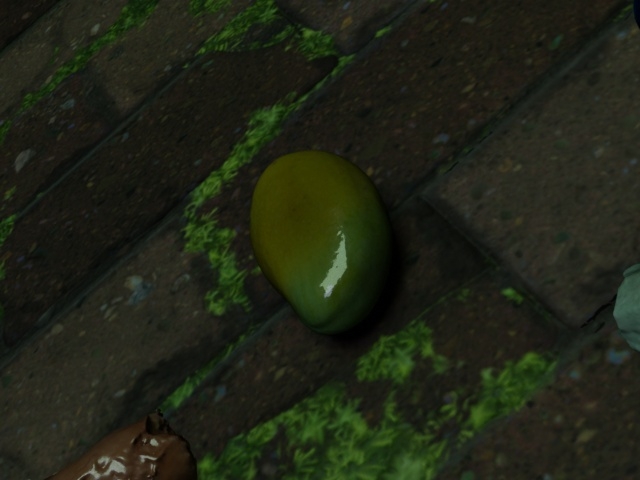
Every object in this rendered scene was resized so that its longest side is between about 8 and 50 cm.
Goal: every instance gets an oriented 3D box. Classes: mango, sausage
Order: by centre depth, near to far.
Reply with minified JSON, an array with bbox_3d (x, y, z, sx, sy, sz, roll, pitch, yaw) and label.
[{"bbox_3d":[-0.218,0.203,0.690,0.304,0.078,0.078,-26,40,8],"label":"sausage"},{"bbox_3d":[0.000,0.000,0.909,0.130,0.092,0.195,-25,45,18],"label":"mango"}]

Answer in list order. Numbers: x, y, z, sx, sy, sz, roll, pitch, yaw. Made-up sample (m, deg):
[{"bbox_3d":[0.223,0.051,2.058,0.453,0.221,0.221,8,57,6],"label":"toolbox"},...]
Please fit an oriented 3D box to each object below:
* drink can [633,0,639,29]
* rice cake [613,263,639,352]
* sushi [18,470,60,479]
[{"bbox_3d":[0.319,-0.148,0.760,0.118,0.118,0.205,-30,39,14],"label":"drink can"},{"bbox_3d":[0.259,0.027,0.623,0.069,0.063,0.206,-41,3,-31],"label":"rice cake"},{"bbox_3d":[-0.185,0.286,0.751,0.184,0.139,0.274,-37,35,1],"label":"sushi"}]
